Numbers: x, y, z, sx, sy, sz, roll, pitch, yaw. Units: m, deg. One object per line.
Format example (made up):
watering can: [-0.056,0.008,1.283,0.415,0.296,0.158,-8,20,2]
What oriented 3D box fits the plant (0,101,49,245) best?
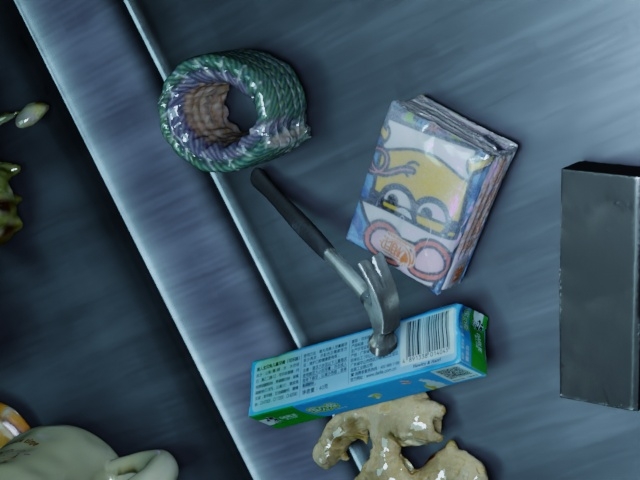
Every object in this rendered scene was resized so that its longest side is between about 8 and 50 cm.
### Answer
plant: [-0.467,-0.060,1.940,0.333,0.180,0.251,2,78,53]

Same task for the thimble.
thimble: [-0.085,-0.130,1.672,0.135,0.090,0.119,-3,102,34]

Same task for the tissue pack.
tissue pack: [0.102,-0.044,1.590,0.115,0.065,0.155,32,118,25]

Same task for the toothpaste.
toothpaste: [0.044,0.126,1.673,0.266,0.050,0.065,-19,59,36]

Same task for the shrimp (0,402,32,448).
shrimp: [-0.439,0.253,2.037,0.248,0.068,0.150,5,110,26]

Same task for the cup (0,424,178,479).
cup: [-0.282,0.314,1.856,0.255,0.202,0.173,5,106,16]

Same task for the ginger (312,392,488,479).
ginger: [0.112,0.253,1.675,0.259,0.065,0.149,48,122,15]

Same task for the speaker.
speaker: [0.261,0.040,1.524,0.082,0.044,0.218,7,108,32]

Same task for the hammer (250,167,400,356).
hammer: [0.000,0.000,1.646,0.246,0.029,0.103,48,152,35]
